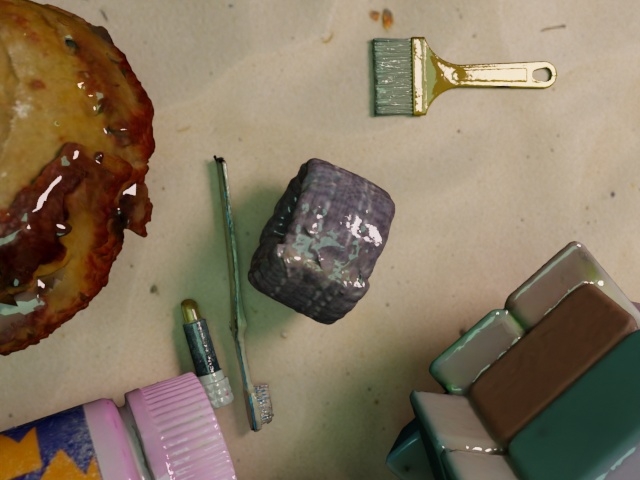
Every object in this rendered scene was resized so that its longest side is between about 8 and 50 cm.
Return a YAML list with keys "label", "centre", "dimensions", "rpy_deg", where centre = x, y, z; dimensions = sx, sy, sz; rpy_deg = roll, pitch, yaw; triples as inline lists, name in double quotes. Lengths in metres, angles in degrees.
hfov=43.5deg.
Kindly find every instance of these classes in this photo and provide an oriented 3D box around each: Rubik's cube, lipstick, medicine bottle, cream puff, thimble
- label: "Rubik's cube"
  centre: [0.251, 0.208, 0.726]
  dimensions: [0.368, 0.358, 0.387]
  rpy_deg: [10, 107, -15]
- label: "lipstick"
  centre: [-0.122, 0.117, 0.834]
  dimensions: [0.037, 0.037, 0.116]
  rpy_deg: [-16, 92, -6]
- label: "medicine bottle"
  centre: [-0.229, 0.246, 0.735]
  dimensions: [0.291, 0.178, 0.178]
  rpy_deg: [-18, 96, -17]
- label: "cream puff"
  centre: [-0.311, -0.054, 0.697]
  dimensions: [0.351, 0.228, 0.350]
  rpy_deg: [1, 70, -3]
- label: "thimble"
  centre: [-0.001, 0.000, 0.784]
  dimensions: [0.098, 0.150, 0.150]
  rpy_deg: [26, 91, -11]

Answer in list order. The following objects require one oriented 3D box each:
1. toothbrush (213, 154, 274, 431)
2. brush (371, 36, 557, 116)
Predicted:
- label: "toothbrush"
  centre: [-0.086, 0.057, 0.837]
  dimensions: [0.028, 0.026, 0.294]
  rpy_deg: [-13, 97, -25]
- label: "brush"
  centre: [0.157, -0.176, 0.859]
  dimensions: [0.205, 0.011, 0.083]
  rpy_deg: [-2, 93, -8]
